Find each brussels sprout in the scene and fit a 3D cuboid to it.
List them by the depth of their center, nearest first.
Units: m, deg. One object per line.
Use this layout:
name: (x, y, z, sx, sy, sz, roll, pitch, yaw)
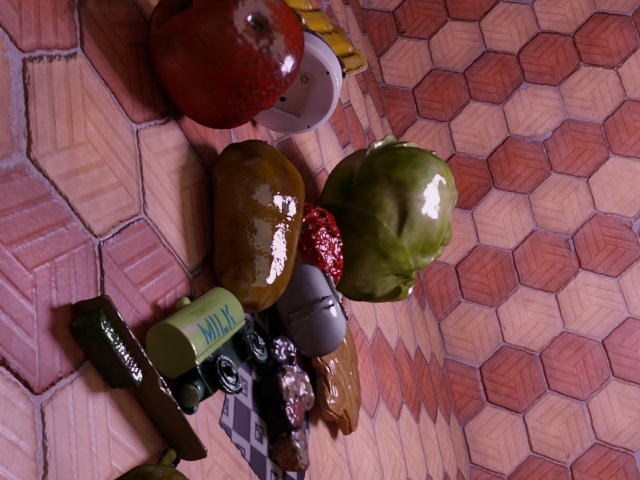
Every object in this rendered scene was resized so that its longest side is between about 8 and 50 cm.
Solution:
brussels sprout: (0.134, -0.044, 1.844, 0.342, 0.425, 0.361, 36, 30, 25)

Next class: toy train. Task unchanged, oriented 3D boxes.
toy train: (-0.172, 0.154, 1.109, 0.157, 0.105, 0.253, 59, 17, -2)

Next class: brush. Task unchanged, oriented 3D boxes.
brush: (-0.230, 0.191, 0.954, 0.282, 0.054, 0.048, 65, 28, -28)

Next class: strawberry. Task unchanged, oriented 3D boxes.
strawberry: (0.000, 0.000, 1.628, 0.190, 0.111, 0.236, 44, -4, 42)

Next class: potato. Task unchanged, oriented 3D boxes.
potato: (-0.116, -0.034, 1.354, 0.195, 0.176, 0.369, 97, -5, -56)

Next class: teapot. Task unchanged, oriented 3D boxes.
teapot: (-0.015, 0.137, 1.495, 0.294, 0.129, 0.193, 68, -2, -86)

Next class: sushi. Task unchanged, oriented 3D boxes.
sushi: (-0.057, 0.295, 1.376, 0.339, 0.068, 0.320, -82, 151, -53)

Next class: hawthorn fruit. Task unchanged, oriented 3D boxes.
hawthorn fruit: (-0.171, -0.336, 1.282, 0.299, 0.275, 0.275, 40, 36, -45)

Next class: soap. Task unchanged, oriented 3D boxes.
soap: (-0.037, -0.495, 1.878, 0.293, 0.156, 0.335, 42, 22, -3)

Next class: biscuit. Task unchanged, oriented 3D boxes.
biscuit: (0.039, 0.279, 1.686, 0.376, 0.051, 0.269, -72, 143, -67)

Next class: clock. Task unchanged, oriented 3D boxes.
clock: (-0.069, -0.352, 1.652, 0.083, 0.230, 0.230, -76, 146, -54)

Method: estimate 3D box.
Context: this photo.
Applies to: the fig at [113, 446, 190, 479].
fig: (-0.178, 0.306, 0.869, 0.259, 0.151, 0.151, -73, 143, -67)
